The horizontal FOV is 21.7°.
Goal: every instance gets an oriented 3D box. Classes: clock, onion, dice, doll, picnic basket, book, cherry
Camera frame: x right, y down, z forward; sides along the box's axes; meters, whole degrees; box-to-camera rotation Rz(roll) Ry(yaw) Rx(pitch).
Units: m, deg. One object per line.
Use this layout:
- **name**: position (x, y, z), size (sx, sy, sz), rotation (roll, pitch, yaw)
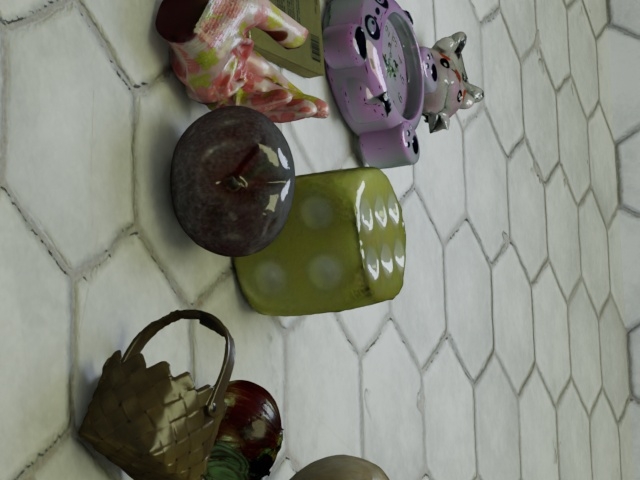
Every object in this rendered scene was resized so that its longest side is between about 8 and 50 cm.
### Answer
- **clock**: position (0.082, -0.251, 2.401), size (0.227, 0.090, 0.248), rotation (-74, 147, -42)
- **onion**: position (-0.095, 0.209, 1.855), size (0.117, 0.118, 0.118), rotation (108, -4, -52)
- **dice**: position (0.000, 0.000, 2.038), size (0.169, 0.169, 0.166), rotation (-18, 101, -67)
- **doll**: position (0.186, -0.257, 2.636), size (0.192, 0.095, 0.149), rotation (-40, 115, -61)
- **picnic basket**: position (-0.156, 0.149, 1.687), size (0.178, 0.128, 0.138), rotation (-66, 150, -20)
- **book**: position (-0.056, -0.307, 2.169), size (0.231, 0.026, 0.161), rotation (15, 70, -66)
- **cherry**: position (-0.098, -0.070, 1.875), size (0.176, 0.140, 0.176), rotation (177, -90, -89)

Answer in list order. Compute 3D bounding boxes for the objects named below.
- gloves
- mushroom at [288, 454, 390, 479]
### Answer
- **gloves**: position (-0.089, -0.207, 1.948), size (0.241, 0.126, 0.145), rotation (49, 29, -49)
- **mushroom**: position (0.068, 0.390, 1.930), size (0.297, 0.290, 0.297), rotation (-5, 90, -89)
